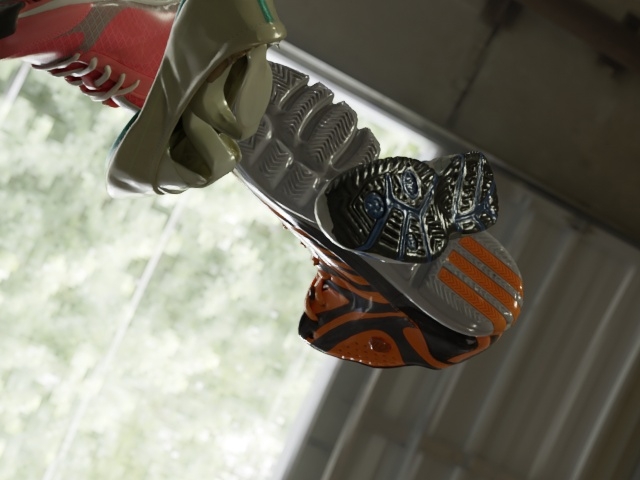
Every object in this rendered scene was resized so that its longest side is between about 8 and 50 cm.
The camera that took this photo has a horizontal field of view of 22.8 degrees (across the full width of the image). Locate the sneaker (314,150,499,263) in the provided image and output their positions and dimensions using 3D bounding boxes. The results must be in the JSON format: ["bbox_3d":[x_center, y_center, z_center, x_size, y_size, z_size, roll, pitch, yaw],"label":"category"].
[{"bbox_3d":[0.052,-0.019,1.147,0.081,0.211,0.080,-10,-93,32],"label":"sneaker"}]

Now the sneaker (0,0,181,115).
[{"bbox_3d":[-0.183,-0.171,1.401,0.116,0.314,0.136,-1,-77,39],"label":"sneaker"}]

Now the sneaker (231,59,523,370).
[{"bbox_3d":[0.000,0.000,1.308,0.124,0.321,0.180,-47,180,-37],"label":"sneaker"}]

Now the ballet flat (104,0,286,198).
[{"bbox_3d":[-0.082,-0.083,1.060,0.248,0.086,0.086,121,-19,-51],"label":"ballet flat"}]
